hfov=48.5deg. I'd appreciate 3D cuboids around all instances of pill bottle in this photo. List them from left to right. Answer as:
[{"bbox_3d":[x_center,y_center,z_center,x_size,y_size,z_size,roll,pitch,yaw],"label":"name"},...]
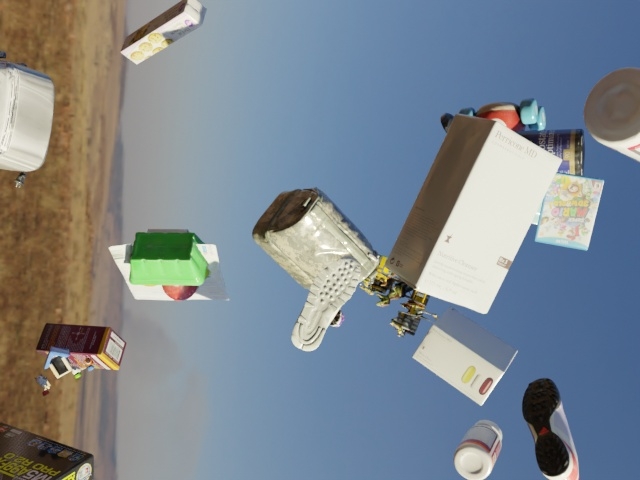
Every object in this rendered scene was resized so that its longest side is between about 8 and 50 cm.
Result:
[{"bbox_3d":[0.509,0.663,2.271,0.221,0.121,0.121,-22,123,-63],"label":"pill bottle"},{"bbox_3d":[0.542,-0.215,1.777,0.123,0.219,0.122,1,90,-67],"label":"pill bottle"},{"bbox_3d":[0.750,-0.265,1.613,0.176,0.319,0.176,-11,-106,45],"label":"pill bottle"}]

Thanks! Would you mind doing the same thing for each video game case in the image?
[{"bbox_3d":[0.564,-0.067,1.616,0.015,0.119,0.166,-48,147,-69],"label":"video game case"}]

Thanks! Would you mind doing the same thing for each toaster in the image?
[{"bbox_3d":[-0.566,-0.215,1.257,0.146,0.129,0.226,20,78,-82],"label":"toaster"}]

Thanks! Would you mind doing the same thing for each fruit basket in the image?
[{"bbox_3d":[-0.474,0.099,2.288,0.353,0.327,0.165,86,4,-63],"label":"fruit basket"}]

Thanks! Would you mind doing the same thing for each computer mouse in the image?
[{"bbox_3d":[0.451,-0.366,2.432,0.041,0.071,0.242,-30,-145,26],"label":"computer mouse"}]

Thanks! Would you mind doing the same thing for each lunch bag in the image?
[{"bbox_3d":[0.000,0.000,2.036,0.212,0.305,0.256,-53,-156,-21],"label":"lunch bag"}]

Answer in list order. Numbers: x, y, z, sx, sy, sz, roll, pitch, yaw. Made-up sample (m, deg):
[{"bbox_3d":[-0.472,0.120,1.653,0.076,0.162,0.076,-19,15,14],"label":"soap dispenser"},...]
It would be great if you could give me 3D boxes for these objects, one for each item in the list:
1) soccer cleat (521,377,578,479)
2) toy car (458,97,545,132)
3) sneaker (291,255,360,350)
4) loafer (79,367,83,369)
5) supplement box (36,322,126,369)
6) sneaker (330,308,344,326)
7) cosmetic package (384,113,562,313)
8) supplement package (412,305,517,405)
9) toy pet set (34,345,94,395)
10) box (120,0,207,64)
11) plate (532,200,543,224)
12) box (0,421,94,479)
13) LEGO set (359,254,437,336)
[{"bbox_3d":[0.615,0.511,1.888,0.109,0.116,0.318,-27,-147,23],"label":"soccer cleat"},{"bbox_3d":[0.543,-0.278,2.104,0.210,0.219,0.237,6,81,-62],"label":"toy car"},{"bbox_3d":[0.008,0.136,1.600,0.235,0.090,0.095,-56,178,2],"label":"sneaker"},{"bbox_3d":[-0.826,0.423,2.532,0.125,0.039,0.045,-30,-162,27],"label":"loafer"},{"bbox_3d":[-0.612,0.272,1.825,0.104,0.188,0.080,70,25,-56],"label":"supplement box"},{"bbox_3d":[0.061,0.264,2.493,0.068,0.071,0.170,-44,-168,8],"label":"sneaker"},{"bbox_3d":[0.332,-0.059,1.560,0.384,0.217,0.156,-66,-152,8],"label":"cosmetic package"},{"bbox_3d":[0.467,0.364,2.284,0.204,0.262,0.145,-25,144,-61],"label":"supplement package"},{"bbox_3d":[-0.581,0.275,1.594,0.065,0.122,0.114,65,-14,-16],"label":"toy pet set"},{"bbox_3d":[-0.450,-0.591,2.013,0.324,0.067,0.063,-12,-123,42],"label":"box"},{"bbox_3d":[0.650,-0.118,2.016,0.024,0.188,0.188,-94,-164,-44],"label":"plate"},{"bbox_3d":[-0.627,0.462,1.412,0.216,0.270,0.060,-22,119,-63],"label":"box"},{"bbox_3d":[0.237,0.194,2.278,0.331,0.255,0.192,103,11,-78],"label":"LEGO set"}]
